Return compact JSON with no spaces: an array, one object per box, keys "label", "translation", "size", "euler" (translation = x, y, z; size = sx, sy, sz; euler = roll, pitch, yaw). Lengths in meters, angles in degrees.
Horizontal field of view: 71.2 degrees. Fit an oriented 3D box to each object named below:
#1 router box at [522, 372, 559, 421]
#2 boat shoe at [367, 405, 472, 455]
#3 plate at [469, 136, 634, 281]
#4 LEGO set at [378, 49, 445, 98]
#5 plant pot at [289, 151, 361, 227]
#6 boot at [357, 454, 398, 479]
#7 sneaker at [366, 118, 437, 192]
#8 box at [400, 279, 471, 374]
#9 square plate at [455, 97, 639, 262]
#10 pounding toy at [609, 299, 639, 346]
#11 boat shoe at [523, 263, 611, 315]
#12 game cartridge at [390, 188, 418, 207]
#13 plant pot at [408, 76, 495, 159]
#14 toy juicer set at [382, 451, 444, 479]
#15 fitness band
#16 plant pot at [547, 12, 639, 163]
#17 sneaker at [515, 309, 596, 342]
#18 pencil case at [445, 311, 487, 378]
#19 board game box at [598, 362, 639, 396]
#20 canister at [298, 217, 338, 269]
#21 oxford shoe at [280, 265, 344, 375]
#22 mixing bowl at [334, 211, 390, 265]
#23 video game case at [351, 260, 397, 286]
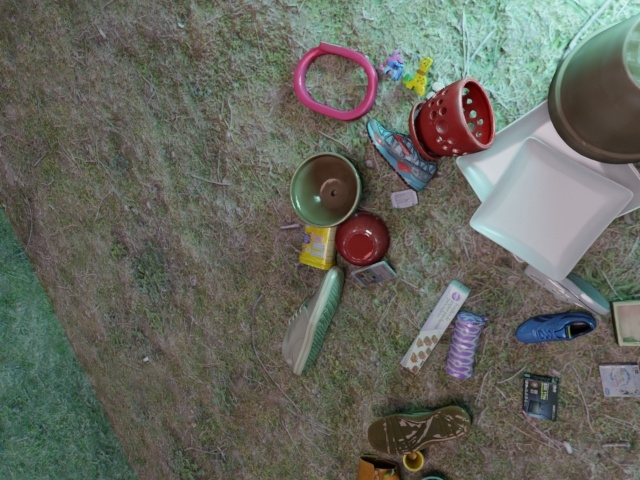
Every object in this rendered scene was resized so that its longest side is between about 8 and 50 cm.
[{"label":"router box","translation":[0.637,0.454,1.297],"size":[0.092,0.038,0.123],"euler":[2,102,26]},{"label":"boat shoe","translation":[0.323,0.608,1.444],"size":[0.342,0.123,0.123],"euler":[-24,64,20]},{"label":"plate","translation":[0.576,-0.080,1.148],"size":[0.277,0.045,0.278],"euler":[36,116,18]},{"label":"LEGO set","translation":[0.269,-0.479,1.264],"size":[0.227,0.087,0.093],"euler":[37,115,15]},{"label":"plant pot","translation":[0.028,-0.156,1.432],"size":[0.237,0.109,0.238],"euler":[0,90,23]},{"label":"boot","translation":[0.152,0.883,1.614],"size":[0.295,0.104,0.211],"euler":[-9,91,23]},{"label":"sneaker","translation":[0.244,-0.273,1.331],"size":[0.125,0.104,0.262],"euler":[-40,85,10]},{"label":"box","translation":[0.355,0.272,1.391],"size":[0.063,0.067,0.324],"euler":[33,114,18]},{"label":"square plate","translation":[0.594,-0.166,1.174],"size":[0.347,0.049,0.344],"euler":[-33,83,32]},{"label":"pounding toy","translation":[0.824,0.215,1.129],"size":[0.141,0.100,0.130],"euler":[-7,83,26]},{"label":"boat shoe","translation":[0.658,0.128,1.204],"size":[0.226,0.083,0.076],"euler":[46,128,25]},{"label":"game cartridge","translation":[0.260,-0.129,1.383],"size":[0.083,0.017,0.056],"euler":[-7,94,29]},{"label":"plant pot","translation":[0.348,-0.312,1.196],"size":[0.174,0.191,0.191],"euler":[-13,95,48]},{"label":"toy juicer set","translation":[0.344,0.869,1.467],"size":[0.209,0.089,0.329],"euler":[-42,80,-1]},{"label":"fitness band","translation":[0.046,-0.495,1.400],"size":[0.290,0.054,0.209],"euler":[27,114,21]},{"label":"plant pot","translation":[0.679,-0.342,0.930],"size":[0.323,0.280,0.323],"euler":[0,89,15]},{"label":"sneaker","translation":[0.640,0.245,1.228],"size":[0.209,0.082,0.069],"euler":[-22,92,31]},{"label":"pencil case","translation":[0.438,0.315,1.350],"size":[0.088,0.086,0.206],"euler":[6,107,-8]},{"label":"board game box","translation":[0.808,0.375,1.202],"size":[0.090,0.020,0.090],"euler":[-10,96,28]},{"label":"canister","translation":[0.000,0.000,1.513],"size":[0.126,0.073,0.170],"euler":[15,106,23]},{"label":"oxford shoe","translation":[-0.039,0.273,1.543],"size":[0.130,0.169,0.449],"euler":[31,118,20]},{"label":"mixing bowl","translation":[0.128,0.009,1.406],"size":[0.181,0.098,0.182],"euler":[2,105,9]},{"label":"video game case","translation":[0.174,0.110,1.449],"size":[0.122,0.011,0.087],"euler":[-22,133,29]}]
